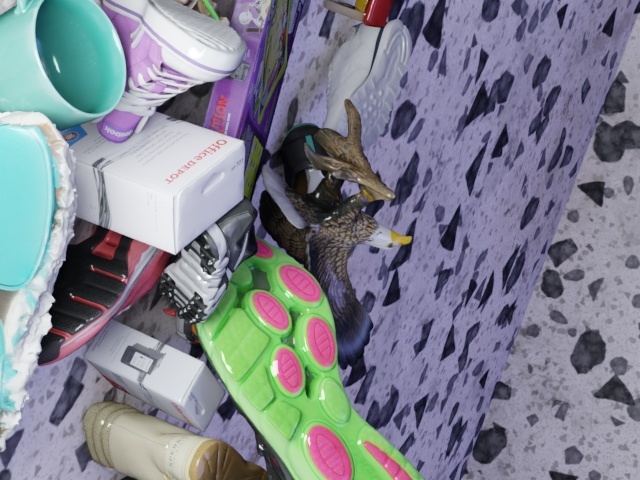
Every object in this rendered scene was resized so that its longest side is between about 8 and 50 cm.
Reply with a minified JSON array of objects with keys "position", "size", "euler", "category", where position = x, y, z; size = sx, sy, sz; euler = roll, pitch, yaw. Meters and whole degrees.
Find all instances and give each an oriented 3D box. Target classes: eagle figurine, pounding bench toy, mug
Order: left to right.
[{"position":[-0.273,-0.184,1.516],"size":[0.129,0.097,0.158],"euler":[-17,91,-56],"category":"mug"},{"position":[-0.144,-0.274,1.755],"size":[0.052,0.083,0.065],"euler":[-56,155,-27],"category":"pounding bench toy"},{"position":[0.010,0.004,2.063],"size":[0.226,0.225,0.298],"euler":[-52,171,-51],"category":"eagle figurine"}]

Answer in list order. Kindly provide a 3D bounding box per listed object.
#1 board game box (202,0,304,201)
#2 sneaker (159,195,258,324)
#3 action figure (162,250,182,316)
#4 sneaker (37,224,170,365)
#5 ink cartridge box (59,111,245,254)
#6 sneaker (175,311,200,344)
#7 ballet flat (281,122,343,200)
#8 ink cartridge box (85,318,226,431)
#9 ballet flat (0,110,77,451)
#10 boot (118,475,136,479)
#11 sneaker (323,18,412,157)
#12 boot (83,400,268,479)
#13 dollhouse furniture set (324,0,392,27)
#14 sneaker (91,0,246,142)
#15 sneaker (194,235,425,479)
[{"position":[-0.084,-0.197,1.884],"size":[0.208,0.056,0.347],"euler":[80,24,-81],"category":"board game box"},{"position":[-0.120,0.021,1.788],"size":[0.106,0.078,0.234],"euler":[-37,167,-28],"category":"sneaker"},{"position":[-0.183,0.042,2.027],"size":[0.038,0.030,0.115],"euler":[-34,147,-61],"category":"action figure"},{"position":[-0.242,0.049,1.789],"size":[0.314,0.116,0.136],"euler":[-52,154,-34],"category":"sneaker"},{"position":[-0.196,-0.075,1.676],"size":[0.139,0.190,0.082],"euler":[-42,145,-47],"category":"ink cartridge box"},{"position":[-0.078,0.126,2.118],"size":[0.125,0.180,0.321],"euler":[-65,162,-10],"category":"sneaker"},{"position":[-0.007,-0.046,2.252],"size":[0.095,0.096,0.280],"euler":[-18,139,-3],"category":"ballet flat"},{"position":[-0.204,0.169,1.935],"size":[0.063,0.150,0.109],"euler":[-60,157,-17],"category":"ink cartridge box"},{"position":[-0.327,0.032,1.572],"size":[0.147,0.147,0.409],"euler":[-31,145,-56],"category":"ballet flat"},{"position":[-0.282,0.461,2.138],"size":[0.263,0.091,0.229],"euler":[-54,159,-22],"category":"boot"},{"position":[0.049,-0.214,2.201],"size":[0.235,0.094,0.090],"euler":[-64,143,-26],"category":"sneaker"},{"position":[-0.185,0.302,2.028],"size":[0.095,0.203,0.262],"euler":[-64,151,-18],"category":"boot"},{"position":[0.109,-0.467,2.063],"size":[0.201,0.152,0.374],"euler":[-9,118,-65],"category":"dollhouse furniture set"},{"position":[-0.167,-0.164,1.590],"size":[0.102,0.282,0.161],"euler":[15,100,-27],"category":"sneaker"},{"position":[-0.040,0.219,1.962],"size":[0.185,0.483,0.202],"euler":[-28,-179,-30],"category":"sneaker"}]
